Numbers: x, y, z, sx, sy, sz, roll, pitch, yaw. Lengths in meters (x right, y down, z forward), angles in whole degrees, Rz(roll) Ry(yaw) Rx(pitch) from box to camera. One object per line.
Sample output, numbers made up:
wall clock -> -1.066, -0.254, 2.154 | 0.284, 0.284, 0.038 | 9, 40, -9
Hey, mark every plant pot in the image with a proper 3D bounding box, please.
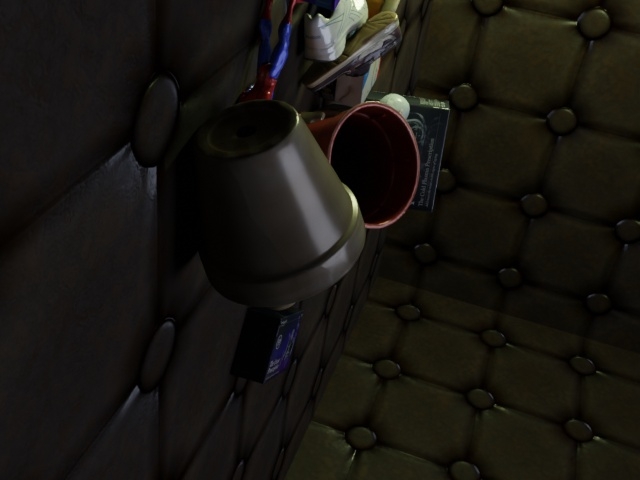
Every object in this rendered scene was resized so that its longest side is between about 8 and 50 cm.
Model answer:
plant pot -> -0.097, -0.091, 1.385 | 0.323, 0.323, 0.280 | -63, 149, -42
plant pot -> 0.036, -0.168, 1.728 | 0.272, 0.265, 0.272 | -3, 95, -39

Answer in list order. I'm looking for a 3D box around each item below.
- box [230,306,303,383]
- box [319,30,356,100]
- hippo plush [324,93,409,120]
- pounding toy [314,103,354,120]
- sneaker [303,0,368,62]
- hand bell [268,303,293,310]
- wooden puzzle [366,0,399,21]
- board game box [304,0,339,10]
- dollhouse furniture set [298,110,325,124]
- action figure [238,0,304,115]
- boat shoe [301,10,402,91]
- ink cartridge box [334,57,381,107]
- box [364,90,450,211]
box -> -0.142, 0.275, 2.100 | 0.261, 0.103, 0.184 | 0, 103, -78
box -> 0.047, -0.507, 2.029 | 0.175, 0.051, 0.220 | 67, 41, -73
hippo plush -> 0.133, -0.330, 2.218 | 0.234, 0.236, 0.294 | -47, 151, -67
pounding toy -> 0.032, -0.295, 2.069 | 0.100, 0.141, 0.130 | -26, 117, -35
sneaker -> 0.039, -0.549, 1.811 | 0.129, 0.111, 0.297 | 80, 25, -46
hand bell -> -0.139, 0.072, 1.899 | 0.242, 0.126, 0.126 | 58, 48, -58
wooden puzzle -> 0.175, -0.696, 2.214 | 0.348, 0.080, 0.322 | 127, -15, -70
board game box -> -0.026, -0.515, 1.186 | 0.078, 0.233, 0.347 | 100, 11, -52
dollhouse furniture set -> -0.032, -0.150, 2.017 | 0.201, 0.152, 0.374 | -68, 150, -25
action figure -> -0.086, -0.338, 1.511 | 0.139, 0.091, 0.280 | 7, 99, -70
boat shoe -> 0.086, -0.447, 1.870 | 0.285, 0.103, 0.092 | -40, 127, -6
ink cartridge box -> 0.111, -0.474, 2.047 | 0.231, 0.078, 0.134 | -64, 165, -45
box -> 0.236, -0.294, 2.468 | 0.179, 0.312, 0.343 | -67, 165, -69
